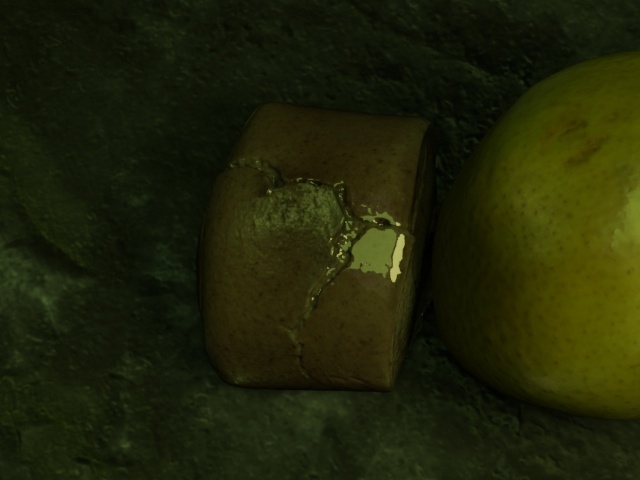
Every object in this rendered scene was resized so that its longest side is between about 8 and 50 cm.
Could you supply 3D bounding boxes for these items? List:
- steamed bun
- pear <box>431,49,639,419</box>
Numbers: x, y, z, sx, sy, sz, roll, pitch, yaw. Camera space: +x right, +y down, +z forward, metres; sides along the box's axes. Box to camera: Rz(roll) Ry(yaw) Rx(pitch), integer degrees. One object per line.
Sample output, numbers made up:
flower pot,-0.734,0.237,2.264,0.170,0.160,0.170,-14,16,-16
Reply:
steamed bun,0.000,0.000,1.840,0.251,0.199,0.301,9,73,4
pear,0.303,-0.002,1.749,0.418,0.362,0.362,-24,71,24
